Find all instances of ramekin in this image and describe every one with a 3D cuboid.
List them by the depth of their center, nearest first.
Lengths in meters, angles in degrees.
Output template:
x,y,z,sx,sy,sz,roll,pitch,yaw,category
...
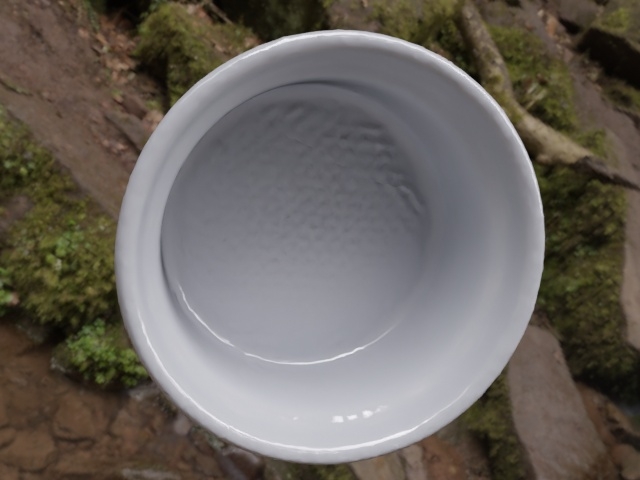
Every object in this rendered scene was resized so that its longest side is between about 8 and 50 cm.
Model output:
x,y,z,sx,sy,sz,roll,pitch,yaw,category
0.000,0.000,0.531,0.277,0.277,0.135,36,0,-17,ramekin
